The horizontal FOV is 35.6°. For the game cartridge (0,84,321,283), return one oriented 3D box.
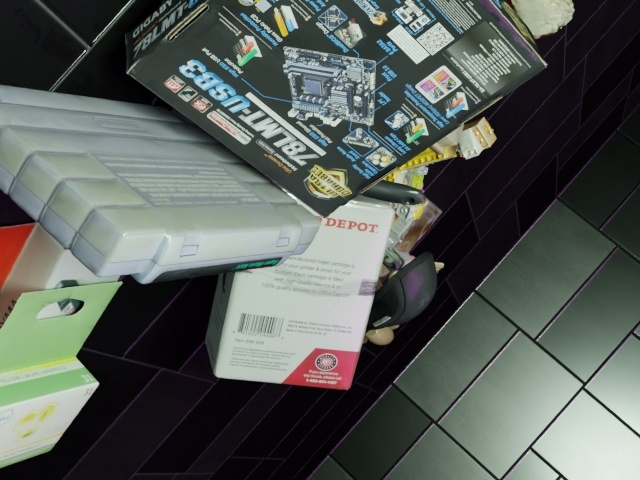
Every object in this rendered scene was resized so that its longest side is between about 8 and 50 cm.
[{"bbox_3d":[-0.161,-0.054,0.936,0.068,0.230,0.355,-53,161,18],"label":"game cartridge"}]

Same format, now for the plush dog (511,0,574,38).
[{"bbox_3d":[0.328,-0.452,1.404,0.225,0.210,0.262,-58,-177,-37],"label":"plush dog"}]

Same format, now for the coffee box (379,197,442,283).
[{"bbox_3d":[0.106,0.002,1.881,0.246,0.098,0.141,-51,162,7],"label":"coffee box"}]

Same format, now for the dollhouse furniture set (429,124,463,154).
[{"bbox_3d":[0.043,-0.269,1.215,0.303,0.174,0.355,35,64,-37],"label":"dollhouse furniture set"}]

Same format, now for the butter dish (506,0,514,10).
[{"bbox_3d":[0.308,-0.363,1.574,0.160,0.118,0.160,-47,162,-6],"label":"butter dish"}]

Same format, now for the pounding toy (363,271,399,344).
[{"bbox_3d":[0.091,0.073,1.685,0.155,0.269,0.154,-26,144,15],"label":"pounding toy"}]

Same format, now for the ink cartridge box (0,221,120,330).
[{"bbox_3d":[-0.346,0.096,1.090,0.275,0.060,0.239,-56,162,22],"label":"ink cartridge box"}]

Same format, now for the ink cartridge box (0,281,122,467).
[{"bbox_3d":[-0.315,0.155,1.105,0.235,0.056,0.171,-52,161,18],"label":"ink cartridge box"}]

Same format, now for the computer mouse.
[{"bbox_3d":[0.133,0.080,1.445,0.184,0.060,0.262,-33,169,-32],"label":"computer mouse"}]

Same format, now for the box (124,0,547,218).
[{"bbox_3d":[0.018,-0.184,0.964,0.293,0.073,0.295,-34,132,25],"label":"box"}]

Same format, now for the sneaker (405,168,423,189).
[{"bbox_3d":[0.000,0.000,1.585,0.366,0.137,0.210,-30,155,-33],"label":"sneaker"}]

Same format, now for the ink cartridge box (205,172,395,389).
[{"bbox_3d":[-0.032,0.051,1.361,0.197,0.114,0.273,8,108,-18],"label":"ink cartridge box"}]

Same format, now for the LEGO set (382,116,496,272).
[{"bbox_3d":[0.158,-0.091,1.436,0.107,0.132,0.287,-11,144,-45],"label":"LEGO set"}]

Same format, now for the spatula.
[{"bbox_3d":[-0.022,-0.071,1.191,0.084,0.296,0.030,94,2,-60],"label":"spatula"}]
